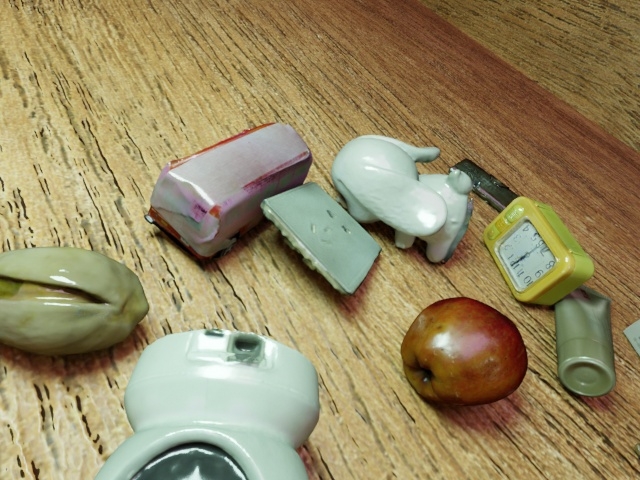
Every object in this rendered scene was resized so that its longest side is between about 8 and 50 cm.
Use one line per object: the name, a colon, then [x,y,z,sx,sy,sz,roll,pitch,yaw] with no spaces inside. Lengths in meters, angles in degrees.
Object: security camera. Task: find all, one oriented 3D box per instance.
security camera: [-0.097,0.220,0.351,0.195,0.194,0.236,16,48,-12]

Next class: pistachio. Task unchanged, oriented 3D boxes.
pistachio: [-0.293,0.067,0.455,0.185,0.124,0.124,11,44,-8]

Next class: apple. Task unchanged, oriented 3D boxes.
apple: [0.205,0.163,0.588,0.158,0.147,0.155,-22,82,-39]

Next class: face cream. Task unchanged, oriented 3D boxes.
face cream: [0.516,0.163,0.799,0.137,0.084,0.341,29,34,17]

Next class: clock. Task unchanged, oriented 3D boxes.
clock: [0.443,0.021,0.845,0.096,0.143,0.202,13,43,-26]

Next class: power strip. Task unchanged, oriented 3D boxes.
power strip: [0.000,0.000,0.691,0.198,0.064,0.213,47,29,3]

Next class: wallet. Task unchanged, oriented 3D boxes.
wallet: [0.462,-0.142,1.100,0.232,0.031,0.122,42,46,17]

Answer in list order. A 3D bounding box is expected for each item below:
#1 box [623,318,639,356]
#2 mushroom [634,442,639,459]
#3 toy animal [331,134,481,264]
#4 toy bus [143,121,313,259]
box: [0.773,0.315,0.778,0.200,0.065,0.343,9,45,-18]
mushroom: [0.559,0.359,0.660,0.101,0.019,0.049,23,41,-6]
toy animal: [0.168,-0.093,0.797,0.290,0.174,0.249,1,47,-28]
toy bus: [-0.129,-0.092,0.674,0.128,0.147,0.303,40,44,6]
